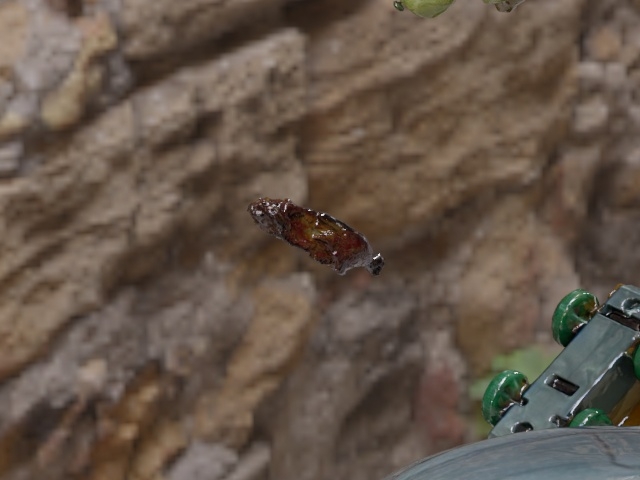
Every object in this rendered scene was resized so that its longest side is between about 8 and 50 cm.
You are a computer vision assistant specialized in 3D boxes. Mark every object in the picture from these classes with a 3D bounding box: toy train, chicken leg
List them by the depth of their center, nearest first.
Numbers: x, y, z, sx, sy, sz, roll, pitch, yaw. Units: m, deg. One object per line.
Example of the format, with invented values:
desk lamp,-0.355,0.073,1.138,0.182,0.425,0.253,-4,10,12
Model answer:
toy train,0.195,0.122,1.357,0.091,0.136,0.227,25,65,42
chicken leg,0.003,0.001,1.407,0.145,0.037,0.062,24,-3,-36

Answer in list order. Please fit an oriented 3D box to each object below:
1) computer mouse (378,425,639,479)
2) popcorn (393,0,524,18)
computer mouse,0.135,0.146,0.915,0.371,0.121,0.188,-7,4,-17
popcorn,0.090,-0.205,1.066,0.162,0.135,0.141,-40,18,31
